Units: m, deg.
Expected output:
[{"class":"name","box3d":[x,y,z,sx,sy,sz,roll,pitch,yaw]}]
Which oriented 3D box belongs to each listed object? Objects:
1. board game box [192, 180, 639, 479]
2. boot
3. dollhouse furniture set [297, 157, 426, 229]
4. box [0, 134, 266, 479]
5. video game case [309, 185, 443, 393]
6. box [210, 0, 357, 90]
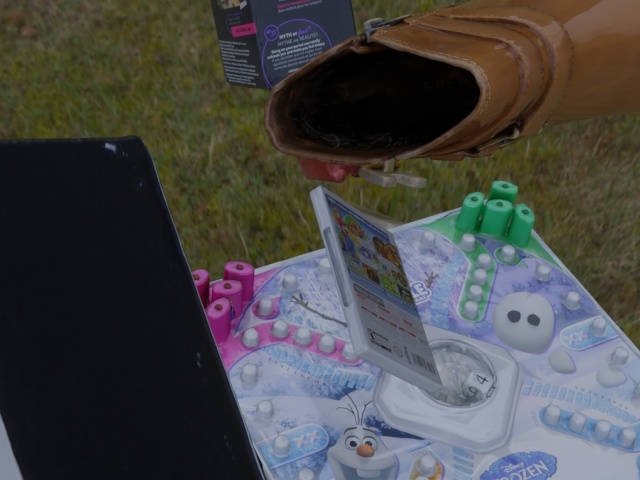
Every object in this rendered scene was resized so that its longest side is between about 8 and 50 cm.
[{"class":"board game box","box3d":[0.119,0.120,1.046,0.390,0.050,0.390,-17,51,-24]},{"class":"boot","box3d":[0.124,-0.107,0.611,0.283,0.220,0.109,-9,96,32]},{"class":"dollhouse furniture set","box3d":[0.000,0.000,1.508,0.152,0.201,0.374,21,107,49]},{"class":"box","box3d":[-0.218,0.108,0.350,0.294,0.296,0.182,-23,83,32]},{"class":"video game case","box3d":[0.035,0.031,0.726,0.011,0.087,0.122,-32,52,23]},{"class":"box","box3d":[-0.062,-0.366,1.666,0.165,0.143,0.270,-18,110,-26]}]
